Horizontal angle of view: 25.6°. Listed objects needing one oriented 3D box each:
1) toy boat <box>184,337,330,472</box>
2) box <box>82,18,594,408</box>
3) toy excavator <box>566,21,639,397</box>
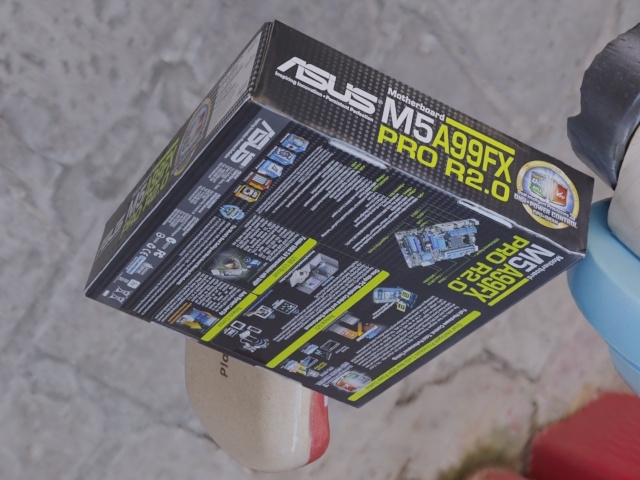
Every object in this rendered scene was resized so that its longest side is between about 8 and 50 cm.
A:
[{"bbox_3d":[-0.026,0.082,1.221,0.151,0.151,0.231,-13,115,-41],"label":"toy boat"},{"bbox_3d":[0.000,0.000,0.867,0.216,0.270,0.060,23,56,-17],"label":"box"},{"bbox_3d":[0.334,0.096,0.931,0.432,0.222,0.445,-6,126,-28],"label":"toy excavator"}]
